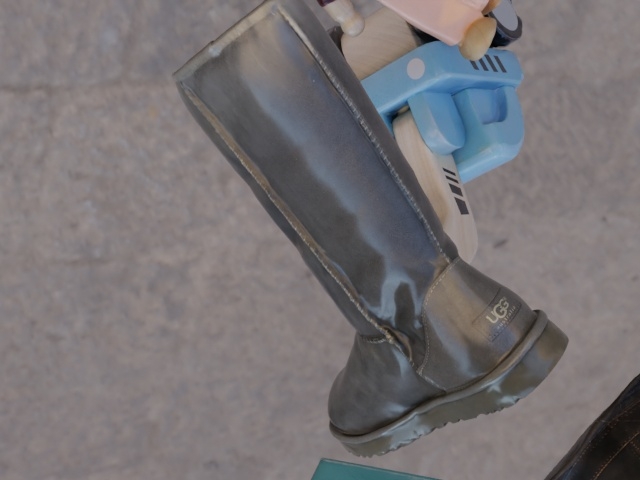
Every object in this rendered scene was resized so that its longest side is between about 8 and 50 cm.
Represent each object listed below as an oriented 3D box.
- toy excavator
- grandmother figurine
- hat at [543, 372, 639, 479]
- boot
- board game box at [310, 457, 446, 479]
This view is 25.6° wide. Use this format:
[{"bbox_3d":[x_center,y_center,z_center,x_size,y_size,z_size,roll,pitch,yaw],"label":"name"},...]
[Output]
[{"bbox_3d":[0.155,-0.120,1.848,0.222,0.445,0.433,-29,168,31],"label":"toy excavator"},{"bbox_3d":[0.050,-0.339,1.605,0.342,0.208,0.104,23,151,-16],"label":"grandmother figurine"},{"bbox_3d":[0.322,0.221,1.309,0.331,0.134,0.331,-37,156,-20],"label":"hat"},{"bbox_3d":[0.001,-0.001,0.672,0.208,0.076,0.189,44,143,-8],"label":"boot"},{"bbox_3d":[0.056,0.237,0.427,0.253,0.336,0.079,6,136,25],"label":"board game box"}]
